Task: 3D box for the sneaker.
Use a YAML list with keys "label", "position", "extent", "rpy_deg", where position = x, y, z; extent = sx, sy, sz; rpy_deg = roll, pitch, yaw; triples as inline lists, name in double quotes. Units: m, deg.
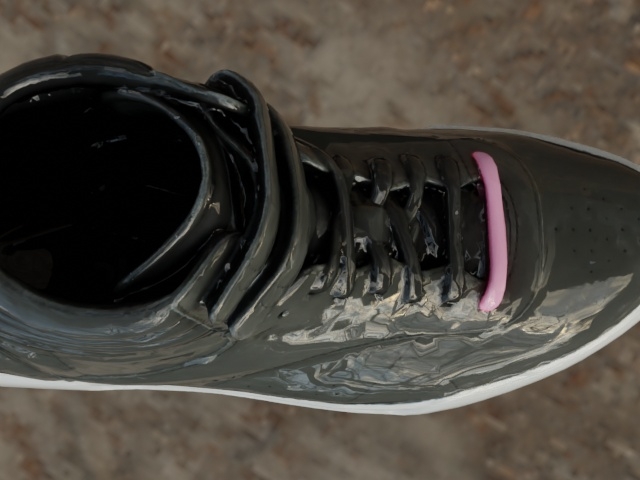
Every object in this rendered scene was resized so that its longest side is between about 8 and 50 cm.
- label: "sneaker"
  position: [0.000, 0.000, 0.655]
  extent: [0.296, 0.104, 0.147]
  rpy_deg: [-1, 170, -12]
